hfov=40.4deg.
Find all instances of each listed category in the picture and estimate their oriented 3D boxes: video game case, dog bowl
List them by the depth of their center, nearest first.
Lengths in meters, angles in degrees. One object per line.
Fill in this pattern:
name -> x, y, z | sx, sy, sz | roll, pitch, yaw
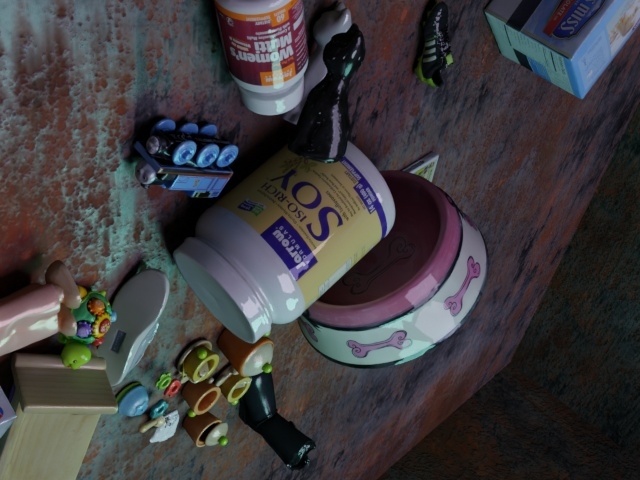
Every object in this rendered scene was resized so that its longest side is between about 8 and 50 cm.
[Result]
dog bowl -> 0.109, 0.036, 1.688 | 0.408, 0.408, 0.150 | -46, 136, -12
video game case -> 0.191, -0.089, 2.053 | 0.193, 0.023, 0.212 | -32, 147, -35

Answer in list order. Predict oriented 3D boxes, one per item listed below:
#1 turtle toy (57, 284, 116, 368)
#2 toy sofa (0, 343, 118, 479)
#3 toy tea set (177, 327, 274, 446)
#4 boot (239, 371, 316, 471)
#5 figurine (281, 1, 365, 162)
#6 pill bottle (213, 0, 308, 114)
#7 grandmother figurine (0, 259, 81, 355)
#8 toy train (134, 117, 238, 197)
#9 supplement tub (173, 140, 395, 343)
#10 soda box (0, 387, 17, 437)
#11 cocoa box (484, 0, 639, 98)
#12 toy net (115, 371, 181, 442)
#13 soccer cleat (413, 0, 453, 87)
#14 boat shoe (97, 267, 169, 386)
turtle toy -> -0.365, 0.136, 1.352 | 0.130, 0.066, 0.095 | -63, 158, -16
toy sofa -> -0.467, 0.338, 1.417 | 0.150, 0.177, 0.362 | 8, 120, -33
toy tea set -> -0.192, 0.318, 1.830 | 0.200, 0.124, 0.336 | -33, 149, -34
boot -> -0.096, 0.410, 2.013 | 0.094, 0.207, 0.246 | -35, 149, -31
figurine -> 0.013, -0.260, 1.374 | 0.092, 0.215, 0.209 | 12, 118, -15
pill bottle -> -0.080, -0.288, 1.234 | 0.121, 0.121, 0.221 | -41, 152, -21
grandmother figurine -> -0.491, 0.145, 1.152 | 0.342, 0.104, 0.208 | -23, 138, -41
toy train -> -0.201, -0.119, 1.306 | 0.184, 0.080, 0.105 | -4, 133, -57
supplement tub -> -0.061, -0.009, 1.488 | 0.331, 0.241, 0.241 | -42, 153, -20
soda box -> -0.504, 0.271, 1.233 | 0.074, 0.069, 0.216 | -24, 166, -42
cocoa box -> 0.559, -0.526, 1.853 | 0.347, 0.228, 0.231 | -53, 155, 3
toy net -> -0.324, 0.328, 1.726 | 0.122, 0.045, 0.232 | -46, 156, -17
soccer cleat -> 0.229, -0.377, 1.683 | 0.060, 0.072, 0.179 | -35, 150, -32
boat shoe -> -0.316, 0.140, 1.471 | 0.227, 0.079, 0.081 | -61, 177, 14
